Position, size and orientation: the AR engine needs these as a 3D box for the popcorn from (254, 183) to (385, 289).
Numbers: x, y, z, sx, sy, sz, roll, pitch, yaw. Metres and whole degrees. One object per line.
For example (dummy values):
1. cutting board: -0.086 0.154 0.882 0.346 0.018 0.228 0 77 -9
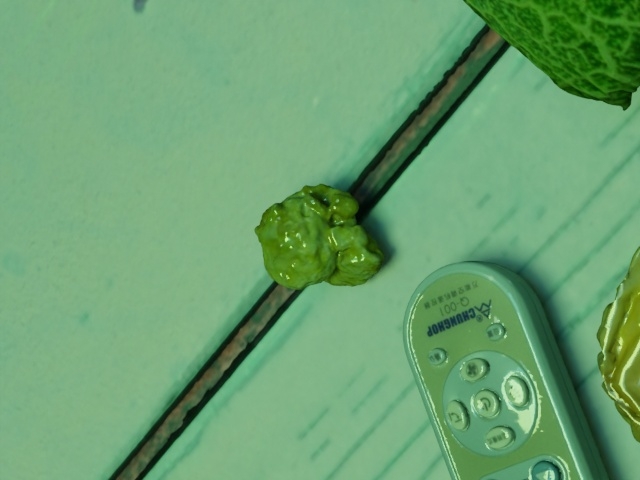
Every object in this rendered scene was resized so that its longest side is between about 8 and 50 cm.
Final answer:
1. popcorn: -0.001 0.003 0.965 0.083 0.059 0.068 24 76 7

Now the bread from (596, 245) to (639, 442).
1. bread: 0.254 0.088 0.752 0.250 0.133 0.179 43 110 19

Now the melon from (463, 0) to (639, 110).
1. melon: 0.122 -0.297 0.799 0.343 0.226 0.331 37 129 13

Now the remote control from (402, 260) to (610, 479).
1. remote control: 0.118 0.128 0.897 0.087 0.047 0.244 -25 78 28
